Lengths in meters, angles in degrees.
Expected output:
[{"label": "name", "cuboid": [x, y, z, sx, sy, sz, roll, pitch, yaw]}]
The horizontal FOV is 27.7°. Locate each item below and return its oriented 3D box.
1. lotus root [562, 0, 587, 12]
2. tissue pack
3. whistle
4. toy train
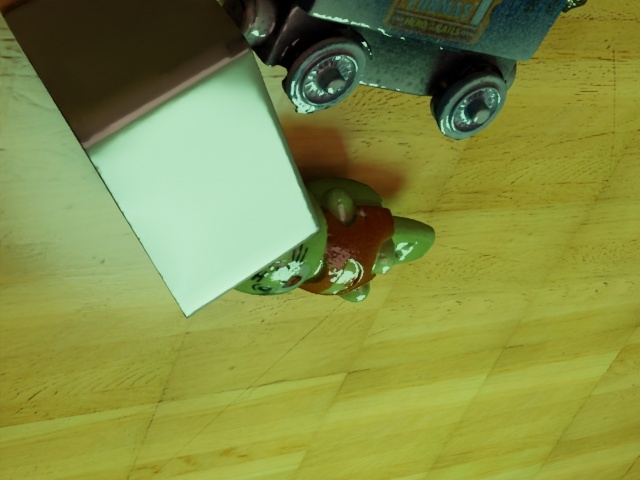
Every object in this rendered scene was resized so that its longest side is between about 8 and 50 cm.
[{"label": "lotus root", "cuboid": [0.281, -0.279, 1.113, 0.214, 0.138, 0.138, -35, 144, 5]}, {"label": "tissue pack", "cuboid": [-0.114, -0.085, 1.001, 0.136, 0.159, 0.246, -32, 144, -7]}, {"label": "whistle", "cuboid": [0.000, 0.000, 1.230, 0.289, 0.106, 0.131, 4, 136, -41]}, {"label": "toy train", "cuboid": [0.074, -0.198, 1.041, 0.300, 0.131, 0.202, 4, 128, -41]}]
